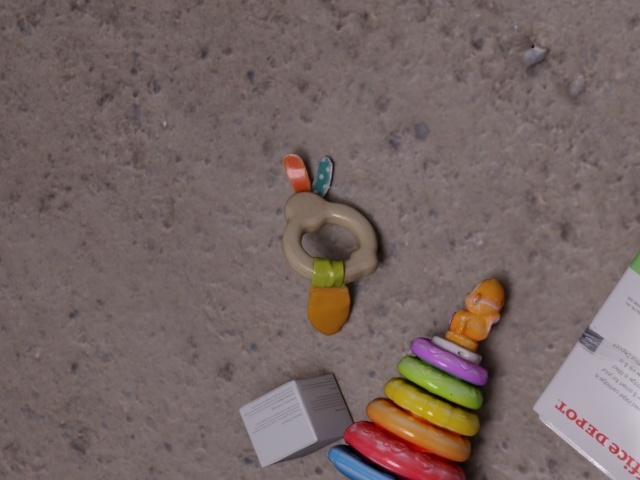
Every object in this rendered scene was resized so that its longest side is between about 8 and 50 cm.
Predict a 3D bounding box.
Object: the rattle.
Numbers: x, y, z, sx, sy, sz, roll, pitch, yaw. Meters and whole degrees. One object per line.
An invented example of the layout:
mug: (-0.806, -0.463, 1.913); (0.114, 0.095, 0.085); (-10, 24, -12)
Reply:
rattle: (0.000, 0.000, 2.064); (0.130, 0.143, 0.200); (-29, 56, -5)

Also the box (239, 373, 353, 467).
box: (-0.030, 0.237, 2.040); (0.102, 0.101, 0.087); (-31, 75, 29)

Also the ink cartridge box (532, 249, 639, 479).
ink cartridge box: (0.406, 0.145, 1.774); (0.198, 0.115, 0.273); (40, 109, 25)

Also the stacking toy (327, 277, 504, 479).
stacking toy: (0.149, 0.182, 1.922); (0.165, 0.175, 0.302); (26, 92, 25)
